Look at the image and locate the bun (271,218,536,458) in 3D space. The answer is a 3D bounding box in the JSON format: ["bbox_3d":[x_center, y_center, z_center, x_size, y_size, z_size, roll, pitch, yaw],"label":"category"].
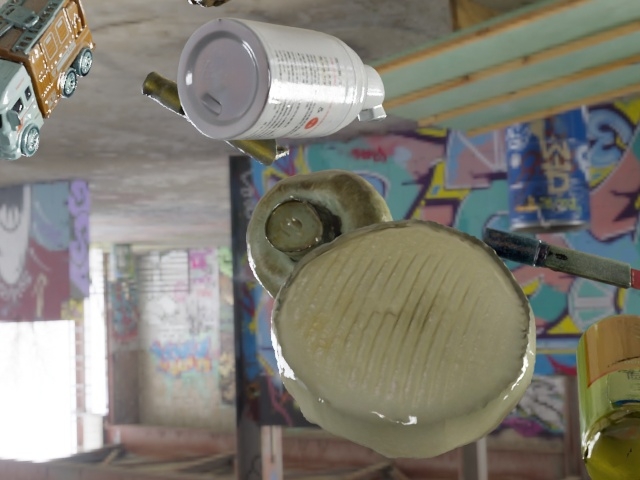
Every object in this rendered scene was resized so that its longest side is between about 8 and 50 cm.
[{"bbox_3d":[0.085,0.110,0.935,0.287,0.287,0.146,-2,131,2],"label":"bun"}]

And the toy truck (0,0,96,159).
[{"bbox_3d":[-0.491,-0.285,1.457,0.136,0.305,0.162,14,142,6],"label":"toy truck"}]

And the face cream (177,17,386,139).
[{"bbox_3d":[-0.020,-0.210,1.202,0.145,0.145,0.370,-4,-176,31],"label":"face cream"}]

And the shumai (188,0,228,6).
[{"bbox_3d":[-0.130,-0.377,0.978,0.175,0.206,0.166,31,172,-30],"label":"shumai"}]

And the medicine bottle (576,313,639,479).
[{"bbox_3d":[0.345,0.183,0.983,0.124,0.124,0.239,-3,-157,15],"label":"medicine bottle"}]

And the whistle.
[{"bbox_3d":[-0.205,-0.238,1.742,0.326,0.057,0.068,29,-150,16],"label":"whistle"}]

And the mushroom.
[{"bbox_3d":[0.000,0.000,1.971,0.352,0.352,0.260,-3,163,22],"label":"mushroom"}]

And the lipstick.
[{"bbox_3d":[0.428,0.037,1.518,0.312,0.051,0.051,15,-179,29],"label":"lipstick"}]
